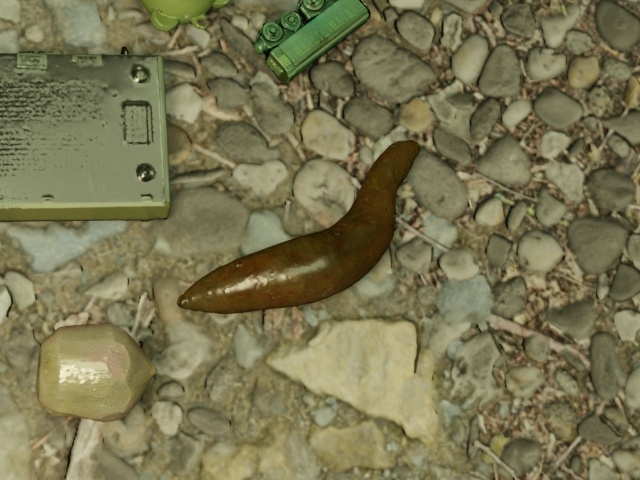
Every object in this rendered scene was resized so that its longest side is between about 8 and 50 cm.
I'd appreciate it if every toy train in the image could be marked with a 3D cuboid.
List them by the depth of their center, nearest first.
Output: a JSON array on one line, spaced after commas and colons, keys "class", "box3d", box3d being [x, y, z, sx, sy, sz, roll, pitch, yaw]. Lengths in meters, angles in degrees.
[{"class": "toy train", "box3d": [-0.010, -0.248, 1.855, 0.148, 0.038, 0.071, -40, 90, -21]}]

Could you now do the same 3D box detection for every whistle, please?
[{"class": "whistle", "box3d": [-0.188, -0.335, 1.809, 0.105, 0.085, 0.227, -27, 83, -28]}]

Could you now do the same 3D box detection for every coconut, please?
[{"class": "coconut", "box3d": [-0.233, 0.138, 1.664, 0.124, 0.110, 0.110, 3, 74, -11]}]

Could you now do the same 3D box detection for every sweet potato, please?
[{"class": "sweet potato", "box3d": [0.007, 0.003, 1.769, 0.346, 0.079, 0.108, -35, 73, -23]}]

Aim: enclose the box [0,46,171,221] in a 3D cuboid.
[{"class": "box", "box3d": [-0.301, -0.118, 1.742, 0.270, 0.045, 0.210, 1, 76, -14]}]
